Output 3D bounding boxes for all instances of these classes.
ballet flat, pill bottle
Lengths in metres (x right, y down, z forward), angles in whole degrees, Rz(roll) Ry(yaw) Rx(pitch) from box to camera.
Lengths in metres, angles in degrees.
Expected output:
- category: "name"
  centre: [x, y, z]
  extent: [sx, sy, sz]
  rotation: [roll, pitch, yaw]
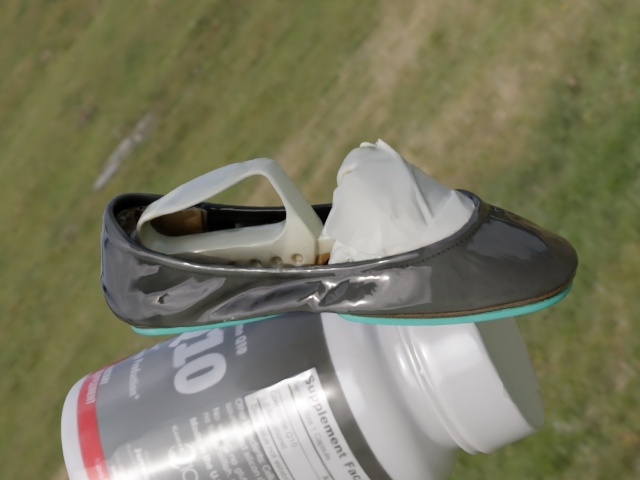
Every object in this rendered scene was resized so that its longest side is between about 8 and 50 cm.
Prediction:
- category: "ballet flat"
  centre: [0.000, 0.000, 1.006]
  extent: [0.281, 0.096, 0.095]
  rotation: [-6, 29, 16]
- category: "pill bottle"
  centre: [-0.011, 0.111, 1.173]
  extent: [0.283, 0.161, 0.161]
  rotation: [-24, 18, 15]
